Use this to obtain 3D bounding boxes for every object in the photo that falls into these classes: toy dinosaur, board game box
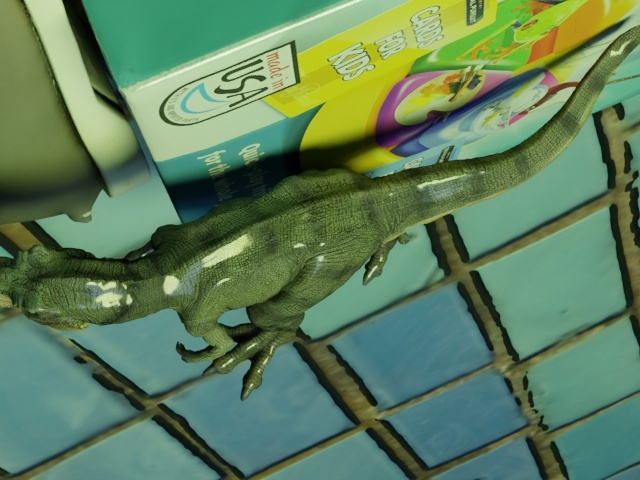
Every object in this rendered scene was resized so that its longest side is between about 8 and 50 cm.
[{"bbox_3d":[0.000,0.000,0.567,0.268,0.064,0.118,-22,161,-15],"label":"toy dinosaur"},{"bbox_3d":[0.083,-0.109,0.577,0.336,0.079,0.254,-22,167,-4],"label":"board game box"}]

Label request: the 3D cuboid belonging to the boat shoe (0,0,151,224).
[{"bbox_3d":[-0.135,-0.084,0.488,0.091,0.109,0.305,-27,155,-5],"label":"boat shoe"}]
